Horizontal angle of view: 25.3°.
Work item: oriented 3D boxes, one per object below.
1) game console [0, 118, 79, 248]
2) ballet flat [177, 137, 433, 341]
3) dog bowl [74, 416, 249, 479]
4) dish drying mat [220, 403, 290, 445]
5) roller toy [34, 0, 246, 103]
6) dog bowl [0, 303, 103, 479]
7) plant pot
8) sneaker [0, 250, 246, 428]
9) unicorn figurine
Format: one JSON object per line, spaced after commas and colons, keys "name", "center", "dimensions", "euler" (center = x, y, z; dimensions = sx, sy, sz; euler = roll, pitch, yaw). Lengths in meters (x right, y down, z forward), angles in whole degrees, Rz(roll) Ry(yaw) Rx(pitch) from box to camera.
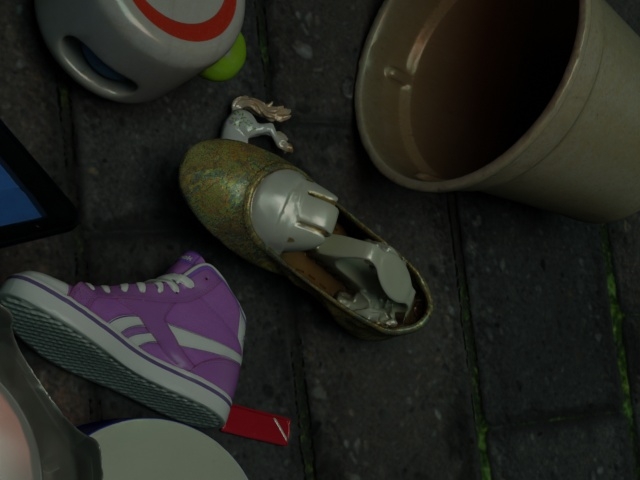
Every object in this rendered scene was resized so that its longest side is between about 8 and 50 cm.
{"name": "game console", "center": [-0.354, -0.125, 1.228], "dimensions": [0.293, 0.173, 0.250], "euler": [-18, 119, -54]}
{"name": "ballet flat", "center": [0.000, 0.000, 1.525], "dimensions": [0.348, 0.123, 0.123], "euler": [40, 61, -34]}
{"name": "dog bowl", "center": [-0.187, 0.304, 1.384], "dimensions": [0.265, 0.104, 0.265], "euler": [7, 77, -33]}
{"name": "dish drying mat", "center": [-0.069, 0.199, 1.542], "dimensions": [0.083, 0.008, 0.032], "euler": [19, 72, -30]}
{"name": "roller toy", "center": [-0.190, -0.247, 1.469], "dimensions": [0.191, 0.146, 0.209], "euler": [-12, 81, -44]}
{"name": "dog bowl", "center": [-0.359, 0.206, 1.176], "dimensions": [0.349, 0.102, 0.349], "euler": [7, 76, -29]}
{"name": "plant pot", "center": [0.263, -0.169, 1.680], "dimensions": [0.305, 0.334, 0.334], "euler": [23, 68, -41]}
{"name": "sneaker", "center": [-0.192, 0.065, 1.441], "dimensions": [0.282, 0.102, 0.161], "euler": [34, 60, -35]}
{"name": "unicorn figurine", "center": [-0.093, -0.090, 1.562], "dimensions": [0.111, 0.060, 0.162], "euler": [26, 52, -17]}
